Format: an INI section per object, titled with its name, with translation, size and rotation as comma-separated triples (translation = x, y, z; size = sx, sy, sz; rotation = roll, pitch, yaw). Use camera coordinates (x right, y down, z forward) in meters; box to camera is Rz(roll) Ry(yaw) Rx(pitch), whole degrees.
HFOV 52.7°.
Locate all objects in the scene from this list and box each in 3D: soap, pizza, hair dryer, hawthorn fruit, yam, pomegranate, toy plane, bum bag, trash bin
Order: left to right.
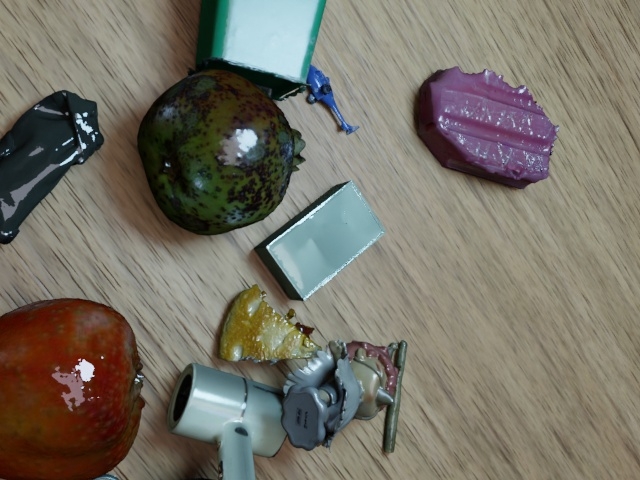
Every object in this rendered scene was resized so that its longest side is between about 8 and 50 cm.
[bum bag]
translation = -0.492, -0.119, 1.084
size = 0.142, 0.079, 0.326
rotation = 45, 75, -7
[hawthorn fruit]
translation = -0.438, 0.231, 0.987
size = 0.330, 0.287, 0.287
rotation = -4, 88, -17
[hair dryer]
translation = -0.143, 0.364, 1.065
size = 0.203, 0.362, 0.128
rotation = 23, 112, -21
[pomegranate]
translation = -0.146, -0.161, 1.154
size = 0.340, 0.284, 0.285
rotation = -21, 96, -53
[trash bin]
translation = -0.092, -0.470, 1.169
size = 0.259, 0.295, 0.382
rotation = 9, 89, -22
[pizza]
translation = -0.089, 0.177, 1.221
size = 0.193, 0.069, 0.154
rotation = 19, 79, 4
[toy plane]
translation = 0.019, -0.291, 1.328
size = 0.167, 0.054, 0.062
rotation = 57, 43, -10
[yam]
translation = 0.160, 0.327, 1.359
size = 0.029, 0.027, 0.234
rotation = 11, 84, -21
[soap]
translation = 0.359, -0.249, 1.426
size = 0.324, 0.127, 0.220
rotation = 13, 81, -21

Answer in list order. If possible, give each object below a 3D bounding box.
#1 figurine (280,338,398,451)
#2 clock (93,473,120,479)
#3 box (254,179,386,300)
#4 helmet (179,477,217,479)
[figurine]
translation = 0.065, 0.275, 1.208
size = 0.386, 0.166, 0.207
rotation = -7, 104, -59
[clock]
translation = -0.381, 0.451, 1.124
size = 0.085, 0.017, 0.085
rotation = 1, 86, -23
[box]
translation = 0.000, 0.000, 1.279
size = 0.225, 0.086, 0.130
rotation = -39, 102, -20
[helmet]
translation = -0.202, 0.493, 1.089
size = 0.305, 0.225, 0.177
rotation = 29, 71, -19
